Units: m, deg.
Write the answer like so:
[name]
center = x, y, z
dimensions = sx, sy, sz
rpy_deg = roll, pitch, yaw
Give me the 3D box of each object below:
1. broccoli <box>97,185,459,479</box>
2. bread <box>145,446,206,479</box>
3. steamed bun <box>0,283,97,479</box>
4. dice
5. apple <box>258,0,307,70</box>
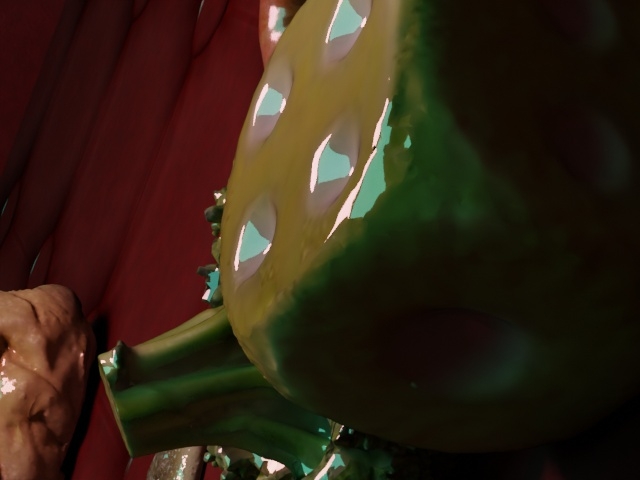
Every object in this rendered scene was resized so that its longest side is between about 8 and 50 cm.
[broccoli]
center = -0.006, 0.090, 1.354
dimensions = 0.260, 0.235, 0.288
rpy_deg = -39, 24, -1
[bread]
center = -0.154, 0.252, 1.915
dimensions = 0.193, 0.036, 0.112
rpy_deg = -69, 19, 5
[steamed bun]
center = -0.434, 0.219, 2.482
dimensions = 0.372, 0.230, 0.325
rpy_deg = 138, 150, -61
[dice]
center = 0.085, -0.029, 1.148
dimensions = 0.238, 0.227, 0.233
rpy_deg = -46, 33, 45
[apple]
center = 0.080, -0.162, 1.381
dimensions = 0.253, 0.253, 0.253
rpy_deg = -56, 23, 38
